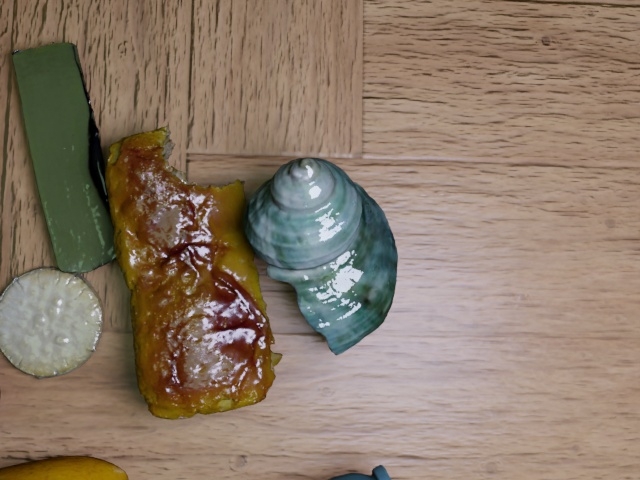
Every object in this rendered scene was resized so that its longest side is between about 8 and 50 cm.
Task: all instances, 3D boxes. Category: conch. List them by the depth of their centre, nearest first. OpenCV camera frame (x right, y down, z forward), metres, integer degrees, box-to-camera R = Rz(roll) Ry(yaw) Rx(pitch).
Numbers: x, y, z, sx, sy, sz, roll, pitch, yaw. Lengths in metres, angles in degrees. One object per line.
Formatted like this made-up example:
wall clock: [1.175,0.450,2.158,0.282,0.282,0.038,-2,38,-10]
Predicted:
conch: [0.000,0.000,0.869,0.195,0.277,0.220,3,45,11]

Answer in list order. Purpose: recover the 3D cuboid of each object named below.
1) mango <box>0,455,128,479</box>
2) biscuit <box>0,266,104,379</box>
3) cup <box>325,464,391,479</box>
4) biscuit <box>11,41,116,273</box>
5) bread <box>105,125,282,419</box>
mango: [-0.399,0.370,0.814,0.350,0.199,0.201,-19,115,-18]
biscuit: [-0.365,0.109,0.914,0.152,0.020,0.152,0,85,-4]
cup: [0.005,0.441,0.810,0.258,0.219,0.289,-21,91,-7]
biscuit: [-0.343,-0.114,0.930,0.099,0.038,0.322,-15,85,-2]
bread: [-0.168,0.035,0.894,0.185,0.109,0.380,-12,83,-5]
